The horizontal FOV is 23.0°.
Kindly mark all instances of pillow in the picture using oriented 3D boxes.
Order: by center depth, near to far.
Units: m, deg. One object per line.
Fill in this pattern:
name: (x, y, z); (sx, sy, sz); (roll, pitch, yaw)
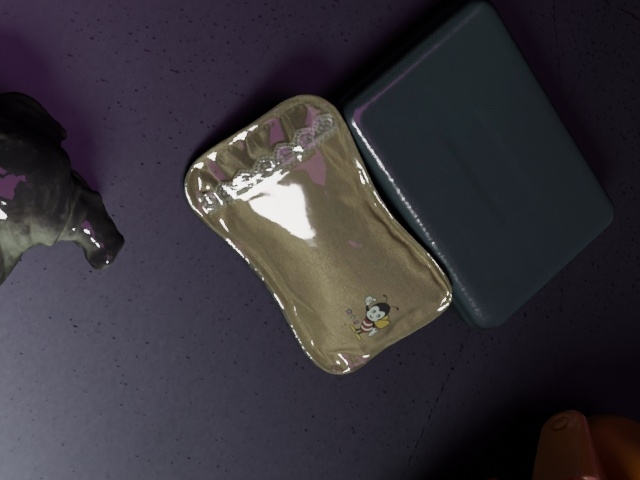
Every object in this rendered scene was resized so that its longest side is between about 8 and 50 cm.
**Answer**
pillow: (0.000, 0.000, 1.170); (0.130, 0.033, 0.217); (-32, 114, 5)

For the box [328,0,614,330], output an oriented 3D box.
box: (0.120, -0.059, 1.214); (0.160, 0.050, 0.230); (-41, 114, -13)

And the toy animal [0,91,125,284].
toy animal: (-0.294, 0.038, 1.004); (0.343, 0.106, 0.168); (-29, 112, -15)

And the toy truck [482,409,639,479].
toy truck: (0.172, 0.256, 1.247); (0.265, 0.239, 0.189); (-23, 115, 23)
